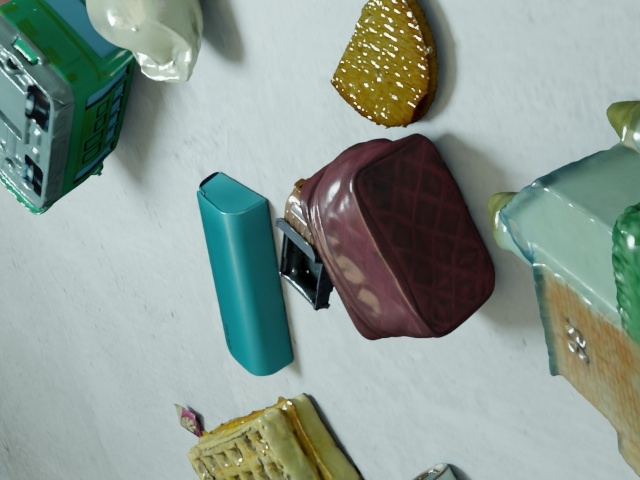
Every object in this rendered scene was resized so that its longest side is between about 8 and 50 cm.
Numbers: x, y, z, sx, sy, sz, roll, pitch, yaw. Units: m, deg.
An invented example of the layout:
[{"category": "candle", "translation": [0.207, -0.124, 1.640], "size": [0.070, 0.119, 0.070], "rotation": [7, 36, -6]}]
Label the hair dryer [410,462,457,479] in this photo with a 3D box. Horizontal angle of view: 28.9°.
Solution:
[{"category": "hair dryer", "translation": [0.139, 0.385, 1.720], "size": [0.131, 0.073, 0.236], "rotation": [58, 154, -1]}]

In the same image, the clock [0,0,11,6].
[{"category": "clock", "translation": [-0.504, -0.301, 1.898], "size": [0.142, 0.241, 0.227], "rotation": [49, 149, 10]}]

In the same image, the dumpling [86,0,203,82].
[{"category": "dumpling", "translation": [-0.230, -0.309, 1.569], "size": [0.162, 0.132, 0.250], "rotation": [-21, 99, 57]}]

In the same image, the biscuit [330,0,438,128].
[{"category": "biscuit", "translation": [0.076, -0.185, 1.316], "size": [0.126, 0.025, 0.206], "rotation": [53, 152, 12]}]

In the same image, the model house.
[{"category": "model house", "translation": [0.270, 0.009, 1.083], "size": [0.325, 0.194, 0.267], "rotation": [42, 153, 54]}]

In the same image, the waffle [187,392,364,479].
[{"category": "waffle", "translation": [-0.068, 0.392, 2.007], "size": [0.261, 0.114, 0.376], "rotation": [60, 151, 4]}]

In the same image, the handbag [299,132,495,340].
[{"category": "handbag", "translation": [0.083, 0.000, 1.358], "size": [0.135, 0.146, 0.225], "rotation": [-12, 109, 57]}]

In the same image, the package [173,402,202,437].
[{"category": "package", "translation": [-0.243, 0.340, 2.312], "size": [0.059, 0.029, 0.083], "rotation": [24, 147, 36]}]

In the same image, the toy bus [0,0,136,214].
[{"category": "toy bus", "translation": [-0.390, -0.214, 1.835], "size": [0.183, 0.199, 0.343], "rotation": [45, 149, 9]}]

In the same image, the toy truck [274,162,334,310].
[{"category": "toy truck", "translation": [0.000, 0.000, 1.542], "size": [0.083, 0.092, 0.192], "rotation": [44, 148, 26]}]

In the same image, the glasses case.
[{"category": "glasses case", "translation": [-0.116, 0.055, 1.805], "size": [0.117, 0.070, 0.301], "rotation": [31, 142, 42]}]
